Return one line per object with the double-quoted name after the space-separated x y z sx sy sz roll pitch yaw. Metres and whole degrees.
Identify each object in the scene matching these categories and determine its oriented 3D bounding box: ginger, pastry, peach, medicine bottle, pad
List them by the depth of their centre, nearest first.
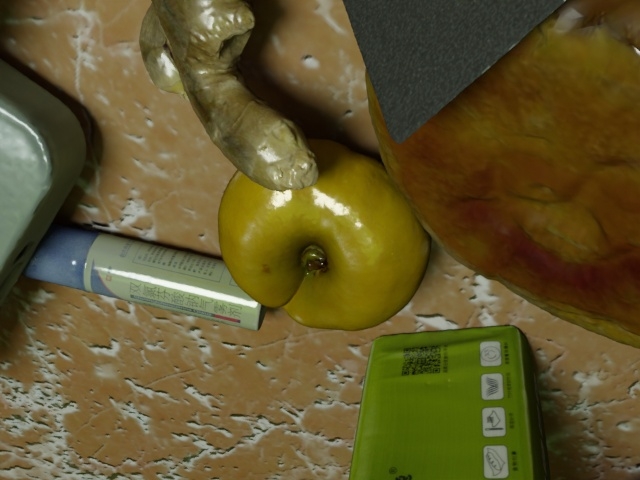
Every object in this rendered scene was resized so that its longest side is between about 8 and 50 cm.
0.053 -0.168 0.343 0.003 0.212 0.143 9 145 -38 "pad"
0.187 -0.060 0.416 0.355 0.164 0.356 30 159 13 "pastry"
-0.068 -0.128 0.486 0.214 0.058 0.133 52 140 21 "ginger"
0.000 0.000 0.581 0.179 0.103 0.179 12 134 13 "peach"
-0.163 0.032 0.666 0.230 0.059 0.059 12 126 3 "medicine bottle"

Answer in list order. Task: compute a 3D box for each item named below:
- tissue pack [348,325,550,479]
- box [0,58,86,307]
0.119 0.243 0.621 0.167 0.275 0.200 -7 123 18 "tissue pack"
-0.432 -0.051 0.603 0.373 0.090 0.367 36 112 -9 "box"
